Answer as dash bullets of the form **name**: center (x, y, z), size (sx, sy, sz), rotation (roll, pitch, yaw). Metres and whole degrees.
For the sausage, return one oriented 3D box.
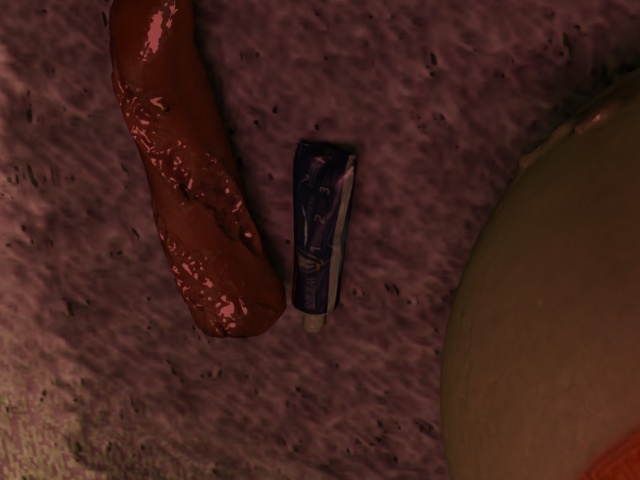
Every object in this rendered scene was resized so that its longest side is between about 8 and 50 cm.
- **sausage**: center (-0.047, -0.031, 0.722), size (0.042, 0.036, 0.158), rotation (-19, 123, -9)

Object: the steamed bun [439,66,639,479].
- **steamed bun**: center (0.175, 0.073, 0.647), size (0.283, 0.177, 0.283), rotation (7, 127, 10)

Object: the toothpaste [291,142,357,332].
- **toothpaste**: center (0.000, 0.000, 0.742), size (0.027, 0.019, 0.083), rotation (20, 127, 23)
